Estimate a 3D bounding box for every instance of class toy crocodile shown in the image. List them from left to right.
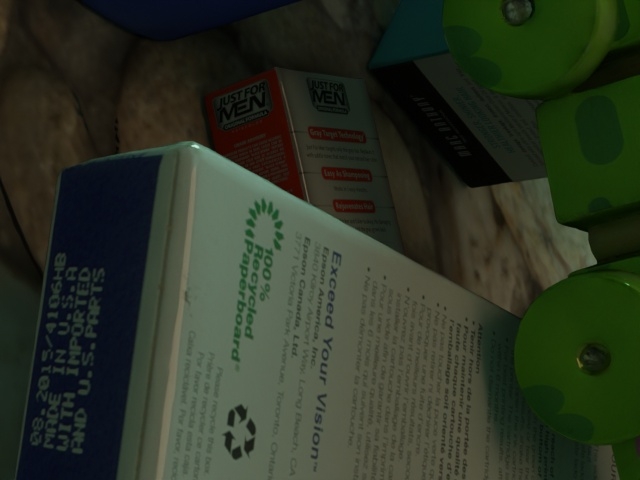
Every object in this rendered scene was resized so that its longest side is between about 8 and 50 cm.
[{"bbox_3d":[0.130,-0.025,0.655,0.115,0.105,0.340,-1,79,-61],"label":"toy crocodile"}]

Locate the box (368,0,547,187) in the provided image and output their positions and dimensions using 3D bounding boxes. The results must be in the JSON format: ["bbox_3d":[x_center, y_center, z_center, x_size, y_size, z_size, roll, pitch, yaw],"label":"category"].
[{"bbox_3d":[0.150,-0.091,0.787,0.100,0.244,0.060,46,54,-33],"label":"box"}]

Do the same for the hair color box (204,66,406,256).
[{"bbox_3d":[0.000,0.000,0.713,0.072,0.043,0.141,0,75,-56],"label":"hair color box"}]

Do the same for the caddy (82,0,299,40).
[{"bbox_3d":[-0.045,-0.246,0.644,0.341,0.179,0.241,54,36,-25],"label":"caddy"}]

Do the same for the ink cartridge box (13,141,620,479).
[{"bbox_3d":[0.015,0.171,0.594,0.330,0.071,0.324,28,61,-50],"label":"ink cartridge box"}]
